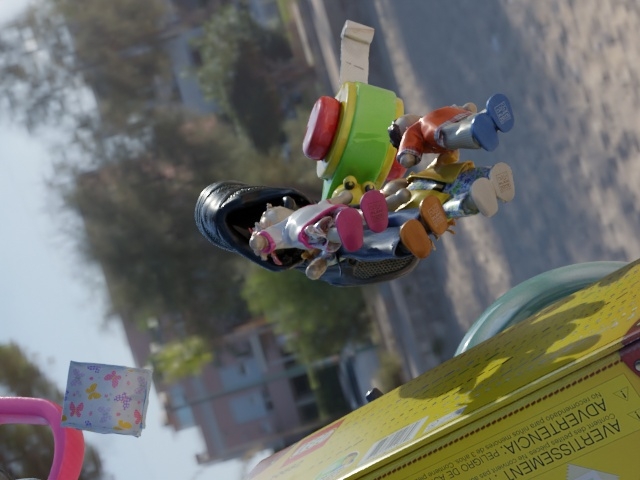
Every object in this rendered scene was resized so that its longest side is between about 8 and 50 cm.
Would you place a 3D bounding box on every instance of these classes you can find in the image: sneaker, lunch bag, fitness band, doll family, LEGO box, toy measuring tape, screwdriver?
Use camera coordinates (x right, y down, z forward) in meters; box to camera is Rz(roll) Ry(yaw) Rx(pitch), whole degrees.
[{"bbox_3d":[0.000,0.000,1.302,0.130,0.227,0.087,-147,74,-73],"label":"sneaker"},{"bbox_3d":[-0.211,0.160,1.368,0.053,0.083,0.071,33,-118,-72],"label":"lunch bag"},{"bbox_3d":[-0.456,0.321,1.930,0.054,0.291,0.209,43,-125,-42],"label":"fitness band"},{"bbox_3d":[0.060,-0.021,1.179,0.163,0.263,0.118,-3,117,56],"label":"doll family"},{"bbox_3d":[0.192,0.268,1.042,0.372,0.500,0.193,55,-149,-5],"label":"LEGO box"},{"bbox_3d":[0.047,-0.155,1.476,0.121,0.121,0.330,73,-163,-46],"label":"toy measuring tape"},{"bbox_3d":[0.113,0.239,1.591,0.170,0.024,0.025,49,-168,6],"label":"screwdriver"}]

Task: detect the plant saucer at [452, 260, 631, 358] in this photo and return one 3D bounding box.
[{"bbox_3d":[0.268,0.157,1.246,0.043,0.318,0.317,74,180,-64],"label":"plant saucer"}]

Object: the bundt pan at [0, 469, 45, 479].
[{"bbox_3d":[-0.163,0.227,0.837,0.331,0.331,0.124,66,-137,-86],"label":"bundt pan"}]
